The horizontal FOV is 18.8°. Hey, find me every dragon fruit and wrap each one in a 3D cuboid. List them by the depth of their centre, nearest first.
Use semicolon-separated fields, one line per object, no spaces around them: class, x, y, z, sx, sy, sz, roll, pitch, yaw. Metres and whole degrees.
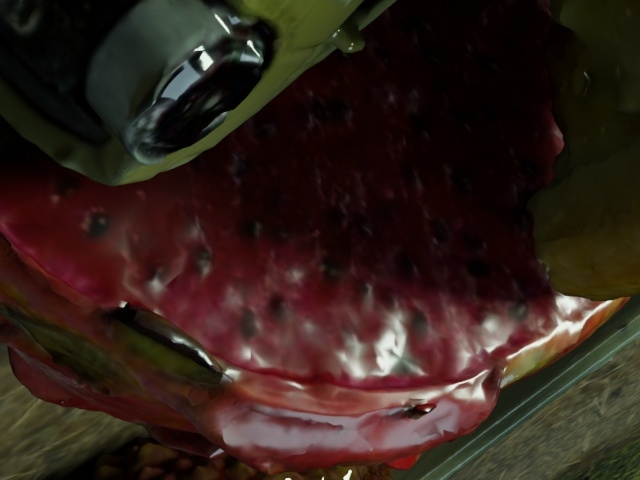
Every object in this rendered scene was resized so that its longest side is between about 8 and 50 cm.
dragon fruit;0.000;0.000;0.589;0.262;0.134;0.211;-35;-178;-29

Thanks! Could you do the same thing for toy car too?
toy car;0.016;-0.127;0.422;0.257;0.101;0.124;-49;162;27

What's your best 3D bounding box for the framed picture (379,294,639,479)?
framed picture;0.066;0.085;1.038;0.335;0.022;0.247;-36;159;1

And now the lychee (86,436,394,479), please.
lychee;-0.035;0.162;0.841;0.188;0.188;0.188;-30;158;-14

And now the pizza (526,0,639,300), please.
pizza;0.135;-0.142;0.457;0.089;0.223;0.323;22;123;-34
